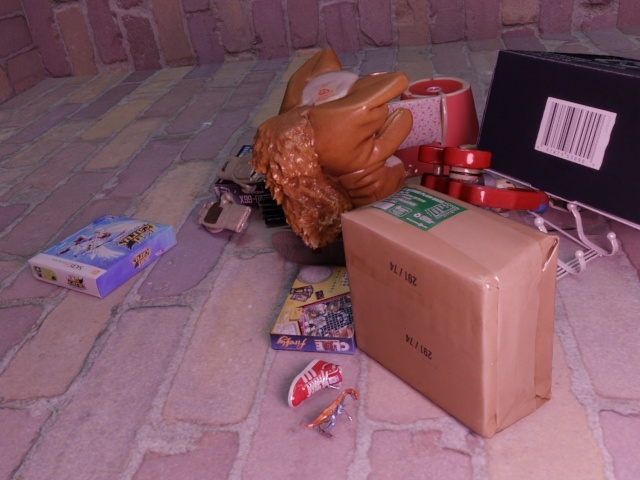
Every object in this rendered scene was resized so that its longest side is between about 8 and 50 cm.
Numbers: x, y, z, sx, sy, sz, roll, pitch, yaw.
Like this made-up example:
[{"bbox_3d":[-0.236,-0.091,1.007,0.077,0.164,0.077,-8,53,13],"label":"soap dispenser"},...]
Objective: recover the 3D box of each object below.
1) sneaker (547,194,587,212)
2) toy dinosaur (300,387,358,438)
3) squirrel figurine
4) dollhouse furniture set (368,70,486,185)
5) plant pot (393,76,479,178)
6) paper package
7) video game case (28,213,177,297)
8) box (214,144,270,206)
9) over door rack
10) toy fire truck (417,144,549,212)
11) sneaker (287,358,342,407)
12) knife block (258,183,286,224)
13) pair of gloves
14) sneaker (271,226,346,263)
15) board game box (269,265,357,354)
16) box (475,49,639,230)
[{"bbox_3d":[0.595,-0.122,1.560,0.086,0.064,0.192,-15,33,-23],"label":"sneaker"},{"bbox_3d":[0.025,0.273,0.996,0.047,0.090,0.082,13,78,49],"label":"toy dinosaur"},{"bbox_3d":[0.040,-0.163,1.401,0.281,0.370,0.397,25,61,40],"label":"squirrel figurine"},{"bbox_3d":[0.293,-0.254,1.571,0.303,0.356,0.174,-11,30,-7],"label":"dollhouse furniture set"},{"bbox_3d":[0.339,-0.331,1.811,0.274,0.243,0.275,-6,30,4],"label":"plant pot"},{"bbox_3d":[0.206,0.098,1.019,0.168,0.310,0.324,-24,32,-28],"label":"paper package"},{"bbox_3d":[-0.547,0.028,1.574,0.244,0.061,0.269,11,34,28],"label":"video game case"},{"bbox_3d":[-0.154,-0.200,1.863,0.242,0.077,0.307,0,30,12],"label":"box"},{"bbox_3d":[0.444,-0.018,1.373,0.239,0.108,0.324,-23,32,-26],"label":"over door rack"},{"bbox_3d":[0.352,-0.111,1.360,0.253,0.170,0.302,3,10,-15],"label":"toy fire truck"},{"bbox_3d":[-0.005,0.249,1.074,0.067,0.042,0.118,6,30,28],"label":"sneaker"},{"bbox_3d":[-0.021,-0.093,1.660,0.275,0.242,0.088,33,24,-20],"label":"knife block"},{"bbox_3d":[-0.228,-0.124,1.658,0.204,0.042,0.240,3,64,43],"label":"pair of gloves"},{"bbox_3d":[0.000,0.000,1.490,0.221,0.083,0.118,9,25,16],"label":"sneaker"},{"bbox_3d":[0.011,0.135,1.271,0.165,0.042,0.243,1,30,15],"label":"board game box"},{"bbox_3d":[0.709,-0.256,1.435,0.471,0.298,0.480,-8,27,-35],"label":"box"}]
